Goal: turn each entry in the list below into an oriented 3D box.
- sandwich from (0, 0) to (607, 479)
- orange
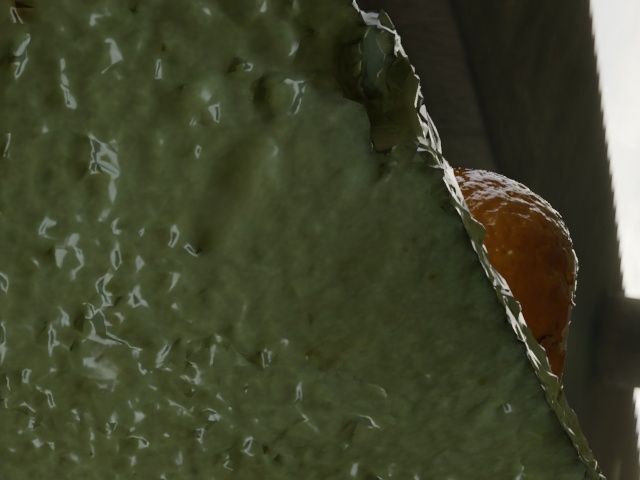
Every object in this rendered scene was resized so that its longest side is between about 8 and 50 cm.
[{"bbox_3d":[0.001,0.002,0.392,0.099,0.289,0.254,-116,42,-68],"label":"sandwich"},{"bbox_3d":[0.084,0.047,0.736,0.193,0.161,0.193,-170,90,-86],"label":"orange"}]
